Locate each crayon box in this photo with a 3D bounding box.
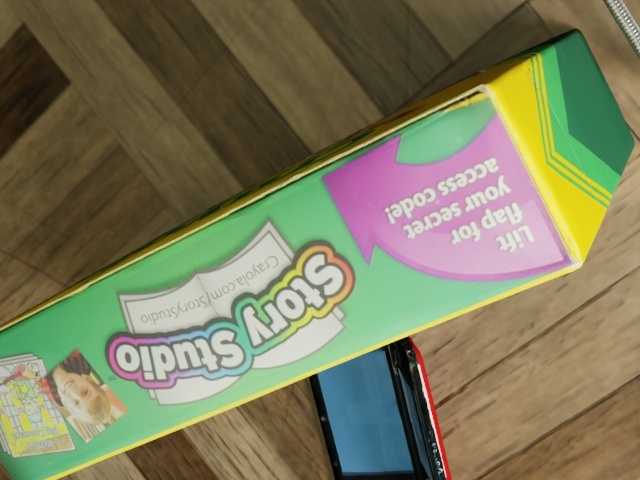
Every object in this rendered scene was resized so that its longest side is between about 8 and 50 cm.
[{"bbox_3d":[0.000,0.000,0.671,0.363,0.313,0.106,-26,94,25],"label":"crayon box"}]

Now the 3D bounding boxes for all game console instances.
[{"bbox_3d":[0.044,0.147,0.822,0.085,0.124,0.144,-15,99,-2],"label":"game console"}]

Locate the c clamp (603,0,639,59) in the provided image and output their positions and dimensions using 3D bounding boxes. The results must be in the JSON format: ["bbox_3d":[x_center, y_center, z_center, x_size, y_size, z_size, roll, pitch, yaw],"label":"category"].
[{"bbox_3d":[0.211,-0.161,0.688,0.137,0.022,0.160,-38,90,0],"label":"c clamp"}]
